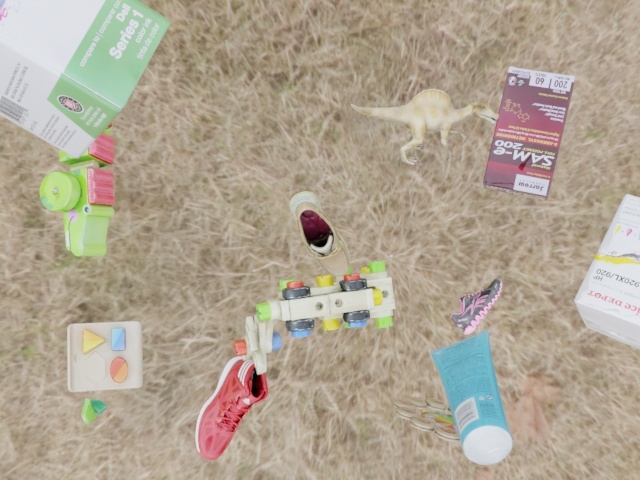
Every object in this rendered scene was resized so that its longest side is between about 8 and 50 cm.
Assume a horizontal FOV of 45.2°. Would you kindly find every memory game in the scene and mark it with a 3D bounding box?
[{"bbox_3d":[0.197,0.269,1.143,0.186,0.186,0.012,15,95,5],"label":"memory game"}]

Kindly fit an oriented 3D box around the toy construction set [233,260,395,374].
[{"bbox_3d":[-0.004,0.120,1.374,0.328,0.215,0.151,-22,95,-17],"label":"toy construction set"}]

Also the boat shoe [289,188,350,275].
[{"bbox_3d":[0.000,0.000,0.967,0.050,0.045,0.135,-28,122,9],"label":"boat shoe"}]

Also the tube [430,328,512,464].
[{"bbox_3d":[0.177,0.173,0.902,0.080,0.207,0.052,-20,114,10],"label":"tube"}]

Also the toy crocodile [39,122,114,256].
[{"bbox_3d":[-0.388,-0.141,1.274,0.105,0.115,0.340,-8,81,23],"label":"toy crocodile"}]

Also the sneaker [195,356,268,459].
[{"bbox_3d":[-0.180,0.343,1.562,0.087,0.128,0.221,23,75,-24],"label":"sneaker"}]

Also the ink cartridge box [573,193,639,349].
[{"bbox_3d":[0.603,0.070,1.412,0.171,0.168,0.232,22,78,35],"label":"ink cartridge box"}]

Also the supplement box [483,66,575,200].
[{"bbox_3d":[0.409,-0.209,1.511,0.130,0.073,0.239,12,90,16],"label":"supplement box"}]

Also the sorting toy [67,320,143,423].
[{"bbox_3d":[-0.180,0.110,0.646,0.062,0.012,0.083,0,80,-20],"label":"sorting toy"}]

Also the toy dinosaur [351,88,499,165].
[{"bbox_3d":[0.122,-0.145,0.951,0.183,0.053,0.092,0,128,-6],"label":"toy dinosaur"}]

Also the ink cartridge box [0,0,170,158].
[{"bbox_3d":[-0.321,-0.218,0.764,0.278,0.201,0.117,31,69,-21],"label":"ink cartridge box"}]

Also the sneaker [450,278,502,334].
[{"bbox_3d":[0.280,0.110,1.384,0.057,0.047,0.119,37,81,10],"label":"sneaker"}]
